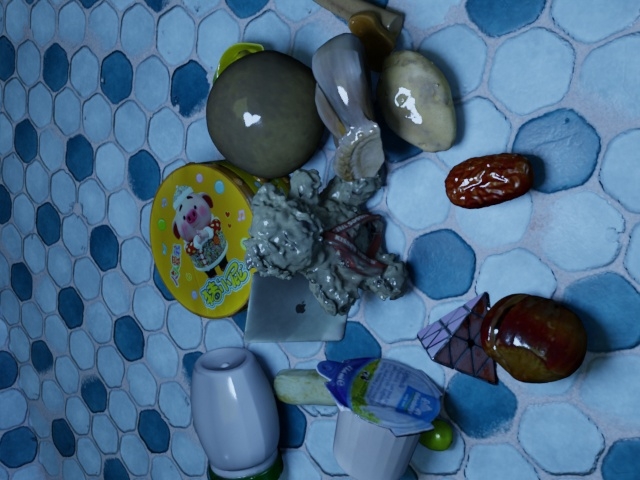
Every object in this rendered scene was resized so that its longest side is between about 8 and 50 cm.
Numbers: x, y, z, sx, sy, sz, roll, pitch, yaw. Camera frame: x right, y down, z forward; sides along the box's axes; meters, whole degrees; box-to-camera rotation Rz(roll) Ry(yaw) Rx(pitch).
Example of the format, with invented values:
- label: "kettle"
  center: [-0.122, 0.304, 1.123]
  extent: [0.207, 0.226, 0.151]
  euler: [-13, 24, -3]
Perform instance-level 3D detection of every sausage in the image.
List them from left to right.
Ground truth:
- label: "sausage"
  center: [0.059, -0.546, 1.381]
  extent: [0.301, 0.066, 0.066]
  euler: [38, 118, 27]

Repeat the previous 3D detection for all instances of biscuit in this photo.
- label: "biscuit"
  center: [0.121, -0.441, 1.334]
  extent: [0.118, 0.023, 0.140]
  euler: [21, 145, 39]

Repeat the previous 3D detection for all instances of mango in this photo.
- label: "mango"
  center: [0.262, 0.455, 1.413]
  extent: [0.108, 0.056, 0.073]
  euler: [14, 103, 46]

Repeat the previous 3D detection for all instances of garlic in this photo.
- label: "garlic"
  center: [0.057, -0.299, 1.275]
  extent: [0.132, 0.279, 0.325]
  euler: [-10, 56, -1]

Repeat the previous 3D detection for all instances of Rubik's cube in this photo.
- label: "Rubik's cube"
  center: [0.294, 0.200, 1.355]
  extent: [0.178, 0.211, 0.190]
  euler: [5, 68, 55]

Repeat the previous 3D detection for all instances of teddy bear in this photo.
- label: "teddy bear"
  center: [0.000, 0.000, 1.335]
  extent: [0.224, 0.367, 0.357]
  euler: [-14, 89, 42]

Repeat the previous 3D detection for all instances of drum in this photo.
- label: "drum"
  center: [-0.246, -0.009, 1.600]
  extent: [0.431, 0.214, 0.431]
  euler: [7, 102, 34]

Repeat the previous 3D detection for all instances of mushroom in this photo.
- label: "mushroom"
  center: [0.002, 0.389, 1.573]
  extent: [0.312, 0.081, 0.100]
  euler: [-8, 86, 38]

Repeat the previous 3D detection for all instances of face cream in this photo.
- label: "face cream"
  center: [-0.235, 0.492, 1.654]
  extent: [0.312, 0.219, 0.357]
  euler: [14, 116, 62]

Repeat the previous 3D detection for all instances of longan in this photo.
- label: "longan"
  center: [-0.126, -0.299, 1.421]
  extent: [0.297, 0.297, 0.297]
  euler: [7, 102, 35]

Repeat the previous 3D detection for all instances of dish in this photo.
- label: "dish"
  center: [-0.193, -0.432, 1.572]
  extent: [0.208, 0.080, 0.149]
  euler: [-38, 80, 33]

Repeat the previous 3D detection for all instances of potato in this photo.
- label: "potato"
  center: [0.199, -0.295, 1.283]
  extent: [0.161, 0.128, 0.234]
  euler: [-11, 97, 38]

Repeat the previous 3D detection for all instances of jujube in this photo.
- label: "jujube"
  center: [0.343, -0.120, 1.216]
  extent: [0.176, 0.109, 0.112]
  euler: [-8, 62, 36]

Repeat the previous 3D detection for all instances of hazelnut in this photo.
- label: "hazelnut"
  center: [0.426, 0.195, 1.186]
  extent: [0.204, 0.178, 0.178]
  euler: [3, 101, 63]

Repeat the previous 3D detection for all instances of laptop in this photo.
- label: "laptop"
  center: [-0.052, 0.165, 1.480]
  extent: [0.015, 0.269, 0.187]
  euler: [-137, 54, -62]

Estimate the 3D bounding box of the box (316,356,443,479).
- label: "box"
  center: [0.109, 0.417, 1.371]
  extent: [0.291, 0.262, 0.206]
  euler: [15, 113, 13]
